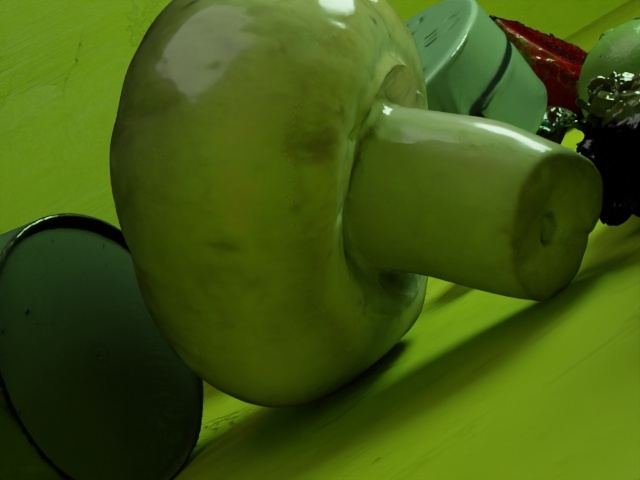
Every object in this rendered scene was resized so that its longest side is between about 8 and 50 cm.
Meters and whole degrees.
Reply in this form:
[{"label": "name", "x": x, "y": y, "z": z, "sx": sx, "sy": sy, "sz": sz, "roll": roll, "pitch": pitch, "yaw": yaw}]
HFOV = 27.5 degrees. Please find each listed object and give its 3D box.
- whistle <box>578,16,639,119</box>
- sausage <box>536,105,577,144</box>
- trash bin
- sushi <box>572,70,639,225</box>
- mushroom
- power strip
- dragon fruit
[{"label": "whistle", "x": 0.324, "y": -0.157, "z": 1.305, "sx": 0.141, "sy": 0.141, "sz": 0.294, "roll": -28, "pitch": 5, "yaw": 14}, {"label": "sausage", "x": 0.210, "y": -0.110, "z": 1.773, "sx": 0.082, "sy": 0.082, "sz": 0.372, "roll": -34, "pitch": 8, "yaw": -37}, {"label": "trash bin", "x": -0.343, "y": 0.159, "z": 1.158, "sx": 0.432, "sy": 0.280, "sz": 0.280, "roll": -22, "pitch": 8, "yaw": 30}, {"label": "sushi", "x": 0.268, "y": -0.086, "z": 1.047, "sx": 0.147, "sy": 0.115, "sz": 0.212, "roll": -27, "pitch": 7, "yaw": 15}, {"label": "mushroom", "x": -0.011, "y": -0.036, "z": 1.006, "sx": 0.325, "sy": 0.353, "sz": 0.353, "roll": 1, "pitch": -15, "yaw": -36}, {"label": "power strip", "x": 0.116, "y": -0.145, "z": 1.659, "sx": 0.357, "sy": 0.161, "sz": 0.357, "roll": -38, "pitch": 18, "yaw": 15}, {"label": "dragon fruit", "x": 0.311, "y": -0.225, "z": 1.865, "sx": 0.189, "sy": 0.162, "sz": 0.262, "roll": 12, "pitch": 1, "yaw": 45}]
